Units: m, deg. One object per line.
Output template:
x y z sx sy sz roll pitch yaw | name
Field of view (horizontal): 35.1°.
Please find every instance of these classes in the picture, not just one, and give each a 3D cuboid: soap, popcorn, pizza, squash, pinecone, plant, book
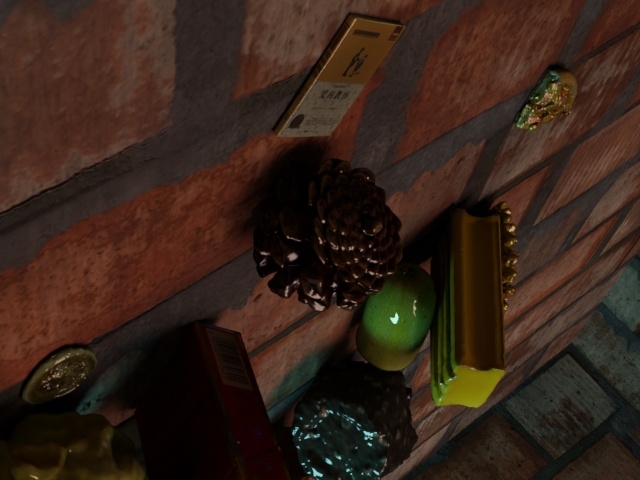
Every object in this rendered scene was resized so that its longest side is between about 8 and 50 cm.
0.265 0.124 1.843 0.096 0.324 0.204 6 151 -5 | soap
-0.336 0.361 1.265 0.312 0.312 0.312 -36 158 -17 | popcorn
0.391 -0.235 1.733 0.131 0.041 0.178 -38 158 -8 | pizza
0.148 0.132 1.873 0.132 0.132 0.247 -32 157 -27 | squash
0.000 0.000 1.299 0.208 0.208 0.208 -36 158 -17 | pinecone
0.087 0.348 2.005 0.213 0.215 0.312 -6 -173 27 | plant
0.023 -0.191 1.200 0.118 0.012 0.172 -10 142 -56 | book

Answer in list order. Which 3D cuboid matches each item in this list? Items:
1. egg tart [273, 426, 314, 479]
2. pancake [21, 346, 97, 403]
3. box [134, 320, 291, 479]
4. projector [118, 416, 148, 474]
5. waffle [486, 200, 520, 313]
-0.076 0.492 2.087 0.215 0.215 0.171 -32 142 -28 | egg tart
-0.323 0.168 1.261 0.108 0.017 0.108 -33 158 -15 | pancake
-0.153 0.290 1.383 0.089 0.313 0.197 20 118 -32 | box
-0.269 0.445 1.565 0.248 0.249 0.248 -31 157 -29 | projector
0.336 0.044 1.977 0.051 0.229 0.231 6 137 -5 | waffle
